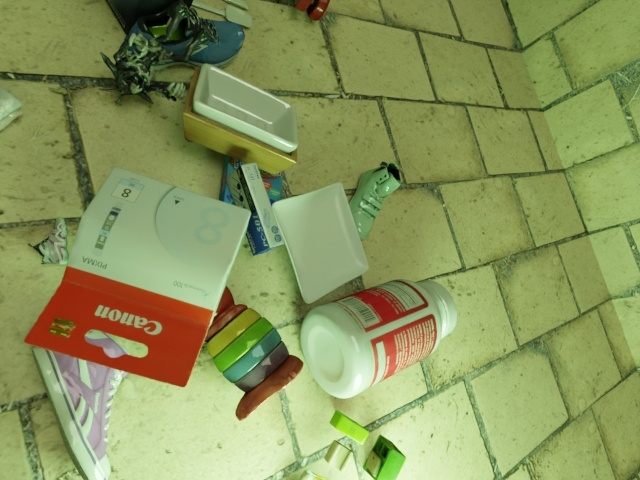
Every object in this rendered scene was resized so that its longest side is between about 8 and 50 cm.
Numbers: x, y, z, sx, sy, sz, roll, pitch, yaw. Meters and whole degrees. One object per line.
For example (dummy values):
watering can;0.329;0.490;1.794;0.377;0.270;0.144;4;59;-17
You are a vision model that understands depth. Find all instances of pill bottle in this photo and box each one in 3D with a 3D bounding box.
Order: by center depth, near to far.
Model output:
pill bottle;0.169;0.234;1.173;0.407;0.229;0.229;-13;82;-36

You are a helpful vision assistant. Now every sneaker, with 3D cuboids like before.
sneaker;-0.412;0.302;0.838;0.161;0.102;0.282;-18;85;-40
sneaker;-0.545;0.000;0.884;0.069;0.038;0.098;-3;76;-36
sneaker;-0.327;-0.524;1.138;0.330;0.147;0.130;-27;91;-38
sneaker;0.165;-0.128;1.338;0.094;0.151;0.256;29;62;-25

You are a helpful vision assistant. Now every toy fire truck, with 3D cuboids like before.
toy fire truck;-0.009;-0.887;1.406;0.169;0.254;0.302;21;64;-27

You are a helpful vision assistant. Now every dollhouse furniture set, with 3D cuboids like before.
dollhouse furniture set;0.041;0.593;1.070;0.197;0.151;0.302;31;75;1

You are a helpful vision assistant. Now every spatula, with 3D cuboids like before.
spatula;-0.317;-0.722;1.291;0.241;0.019;0.168;5;73;-33

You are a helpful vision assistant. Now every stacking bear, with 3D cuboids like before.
stacking bear;-0.189;0.213;0.985;0.289;0.175;0.164;50;10;2

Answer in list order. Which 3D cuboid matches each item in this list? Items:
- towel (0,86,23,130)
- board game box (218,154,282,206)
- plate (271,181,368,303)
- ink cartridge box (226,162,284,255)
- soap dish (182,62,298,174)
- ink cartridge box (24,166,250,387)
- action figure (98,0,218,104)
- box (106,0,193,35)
towel;-0.797;-0.268;0.795;0.332;0.053;0.317;42;56;-14
board game box;-0.182;-0.136;1.169;0.160;0.047;0.210;13;67;-30
plate;0.000;0.000;1.224;0.277;0.045;0.278;-24;97;-44
ink cartridge box;-0.160;-0.074;1.073;0.046;0.097;0.207;-18;87;-36
soap dish;-0.200;-0.303;1.125;0.290;0.118;0.229;20;41;-25
ink cartridge box;-0.344;0.057;0.884;0.308;0.091;0.385;19;55;-6
action figure;-0.375;-0.406;1.002;0.275;0.141;0.164;-45;137;0
box;-0.430;-0.707;1.036;0.182;0.294;0.296;-33;94;-34
